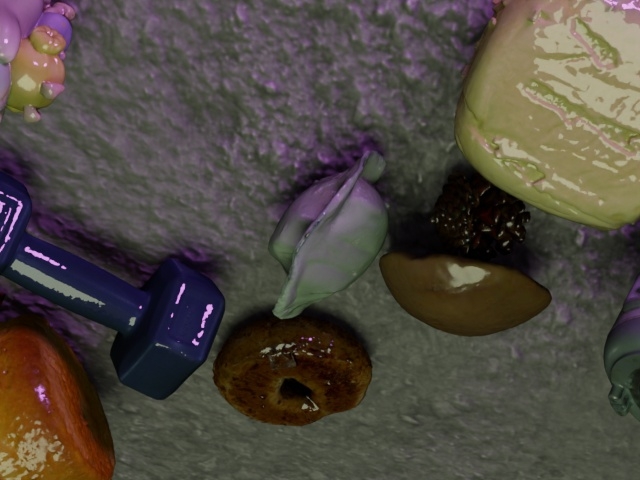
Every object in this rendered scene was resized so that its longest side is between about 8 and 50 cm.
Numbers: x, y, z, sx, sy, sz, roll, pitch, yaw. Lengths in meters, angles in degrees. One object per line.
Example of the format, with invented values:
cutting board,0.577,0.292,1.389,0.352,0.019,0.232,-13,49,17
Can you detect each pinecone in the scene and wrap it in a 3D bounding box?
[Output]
pinecone,0.168,-0.023,1.604,0.102,0.102,0.109,-37,148,31

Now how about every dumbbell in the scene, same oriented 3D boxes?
dumbbell,-0.272,0.047,1.654,0.325,0.144,0.160,29,126,-20

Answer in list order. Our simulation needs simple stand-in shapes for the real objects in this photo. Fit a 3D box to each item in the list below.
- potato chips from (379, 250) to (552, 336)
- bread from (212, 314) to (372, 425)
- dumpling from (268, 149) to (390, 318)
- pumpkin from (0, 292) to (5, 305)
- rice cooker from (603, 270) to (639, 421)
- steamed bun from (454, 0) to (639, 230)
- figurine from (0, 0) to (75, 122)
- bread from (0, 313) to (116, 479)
potato chips,0.153,0.068,1.640,0.195,0.062,0.208,11,163,-4
bread,-0.034,0.155,1.794,0.193,0.064,0.193,0,138,0
dumpling,-0.005,-0.008,1.597,0.152,0.108,0.219,-3,125,-44
pumpkin,-0.419,0.078,1.767,0.073,0.035,0.101,21,131,-35
rice cooker,0.445,0.072,1.541,0.264,0.317,0.316,39,124,-13
steamed bun,0.258,-0.160,1.423,0.232,0.166,0.273,23,125,-1
figurine,-0.321,-0.159,1.404,0.155,0.235,0.127,25,129,-19
bread,-0.338,0.210,1.739,0.145,0.268,0.268,-24,128,3
